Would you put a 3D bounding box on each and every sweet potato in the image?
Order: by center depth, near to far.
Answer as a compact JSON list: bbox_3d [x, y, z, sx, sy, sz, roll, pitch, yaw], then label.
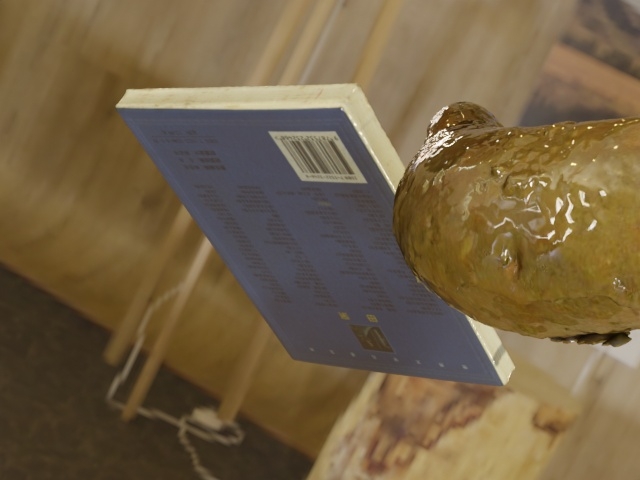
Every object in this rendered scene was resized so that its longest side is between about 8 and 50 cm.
[{"bbox_3d":[0.107,-0.005,0.564,0.124,0.098,0.310,-5,14,-35],"label":"sweet potato"}]

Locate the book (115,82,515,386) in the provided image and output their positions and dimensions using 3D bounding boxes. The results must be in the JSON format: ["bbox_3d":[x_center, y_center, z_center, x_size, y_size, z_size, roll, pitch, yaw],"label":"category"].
[{"bbox_3d":[0.000,0.000,0.971,0.191,0.025,0.269,4,-40,38],"label":"book"}]
